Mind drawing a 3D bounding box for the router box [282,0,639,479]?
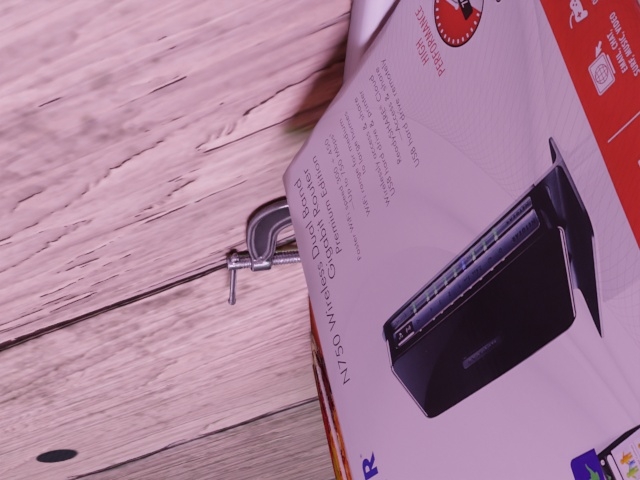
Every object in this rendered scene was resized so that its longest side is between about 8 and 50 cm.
[{"bbox_3d":[0.104,0.033,0.465,0.082,0.335,0.301,0,151,-27],"label":"router box"}]

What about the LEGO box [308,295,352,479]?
[{"bbox_3d":[0.267,0.199,0.902,0.500,0.372,0.193,-11,154,-3],"label":"LEGO box"}]

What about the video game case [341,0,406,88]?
[{"bbox_3d":[0.169,-0.168,0.517,0.300,0.036,0.329,-9,153,-9],"label":"video game case"}]

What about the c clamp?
[{"bbox_3d":[0.000,0.000,0.788,0.161,0.022,0.137,-9,148,-6],"label":"c clamp"}]
